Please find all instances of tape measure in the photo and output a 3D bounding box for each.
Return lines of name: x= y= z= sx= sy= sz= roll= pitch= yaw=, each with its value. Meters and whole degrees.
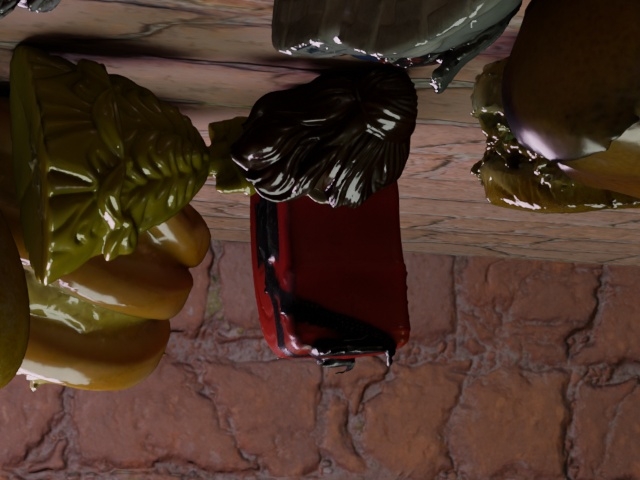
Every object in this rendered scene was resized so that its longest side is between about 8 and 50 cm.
tape measure: x=0.000 y=-0.001 z=1.713 sx=0.114 sy=0.253 sz=0.260 roll=-1 pitch=171 yaw=-11

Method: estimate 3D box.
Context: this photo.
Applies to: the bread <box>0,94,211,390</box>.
bread: x=-0.263 y=0.001 z=1.768 sx=0.316 sy=0.270 sz=0.211 roll=26 pitch=-151 yaw=-8

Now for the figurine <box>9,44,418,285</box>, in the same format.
figurine: x=-0.080 y=-0.071 z=1.531 sx=0.315 sy=0.168 sz=0.187 roll=-5 pitch=-140 yaw=-17

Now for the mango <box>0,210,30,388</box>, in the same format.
mango: x=-0.404 y=-0.011 z=1.589 sx=0.384 sy=0.221 sz=0.199 roll=39 pitch=151 yaw=-3

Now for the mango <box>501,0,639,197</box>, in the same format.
mango: x=0.210 y=-0.097 z=1.018 sx=0.201 sy=0.152 sz=0.287 roll=2 pitch=175 yaw=19

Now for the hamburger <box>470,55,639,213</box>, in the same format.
hamburger: x=0.220 y=-0.082 z=1.411 sx=0.215 sy=0.122 sz=0.189 roll=-1 pitch=-178 yaw=-2

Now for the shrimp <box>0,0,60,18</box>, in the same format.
shrimp: x=-0.199 y=-0.158 z=1.104 sx=0.065 sy=0.056 sz=0.165 roll=17 pitch=-172 yaw=10

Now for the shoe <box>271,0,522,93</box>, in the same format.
shoe: x=0.066 y=-0.129 z=0.994 sx=0.125 sy=0.099 sz=0.227 roll=14 pitch=176 yaw=-28
